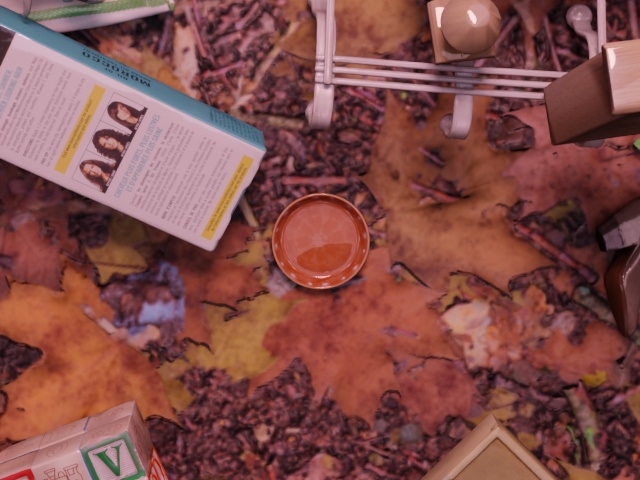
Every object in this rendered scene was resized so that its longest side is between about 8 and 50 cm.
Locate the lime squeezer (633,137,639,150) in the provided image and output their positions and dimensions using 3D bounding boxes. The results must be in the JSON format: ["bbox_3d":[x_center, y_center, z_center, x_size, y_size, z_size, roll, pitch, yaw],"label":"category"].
[{"bbox_3d":[0.353,-0.211,1.049,0.110,0.059,0.310,12,101,-6],"label":"lime squeezer"}]

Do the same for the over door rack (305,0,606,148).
[{"bbox_3d":[0.114,-0.239,1.013,0.240,0.108,0.324,3,88,-6],"label":"over door rack"}]

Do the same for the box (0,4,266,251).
[{"bbox_3d":[-0.174,-0.089,1.019,0.244,0.060,0.100,25,106,-15],"label":"box"}]

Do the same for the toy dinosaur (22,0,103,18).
[{"bbox_3d":[-0.190,-0.332,0.917,0.160,0.121,0.313,-8,92,20],"label":"toy dinosaur"}]

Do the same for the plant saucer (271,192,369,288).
[{"bbox_3d":[0.000,0.000,1.091,0.084,0.013,0.083,-1,101,-3],"label":"plant saucer"}]

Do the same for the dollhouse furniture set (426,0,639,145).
[{"bbox_3d":[0.224,-0.258,0.884,0.303,0.174,0.355,-7,89,-6],"label":"dollhouse furniture set"}]

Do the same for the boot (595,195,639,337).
[{"bbox_3d":[0.288,0.017,1.101,0.087,0.042,0.118,-18,109,-8],"label":"boot"}]

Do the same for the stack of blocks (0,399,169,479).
[{"bbox_3d":[-0.282,0.237,1.084,0.297,0.087,0.171,-20,102,1],"label":"stack of blocks"}]

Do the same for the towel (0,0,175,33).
[{"bbox_3d":[-0.260,-0.319,0.999,0.248,0.038,0.324,-11,102,0],"label":"towel"}]

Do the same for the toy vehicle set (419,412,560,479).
[{"bbox_3d":[0.187,0.305,1.153,0.166,0.035,0.267,-44,101,6],"label":"toy vehicle set"}]
